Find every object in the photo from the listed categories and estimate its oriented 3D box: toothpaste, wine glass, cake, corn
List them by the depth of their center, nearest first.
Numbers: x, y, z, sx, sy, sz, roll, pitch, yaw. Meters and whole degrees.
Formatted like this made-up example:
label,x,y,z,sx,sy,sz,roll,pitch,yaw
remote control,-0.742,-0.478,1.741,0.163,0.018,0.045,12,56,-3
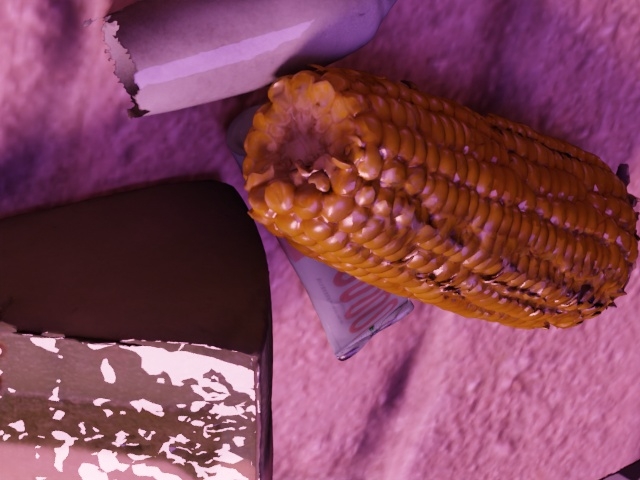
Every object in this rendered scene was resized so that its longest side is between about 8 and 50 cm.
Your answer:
label,x,y,z,sx,sy,sz,roll,pitch,yaw
wine glass,0.015,-0.122,0.832,0.262,0.074,0.074,-21,135,-15
cake,-0.157,0.058,0.888,0.284,0.172,0.158,5,123,4
corn,0.072,-0.014,0.908,0.318,0.115,0.115,15,117,-51
toothpaste,0.000,0.000,0.952,0.056,0.036,0.205,-36,141,-4

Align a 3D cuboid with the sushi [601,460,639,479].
label,x,y,z,sx,sy,sz,roll,pitch,yaw
sushi,0.195,0.278,1.308,0.231,0.047,0.219,-23,136,-14
